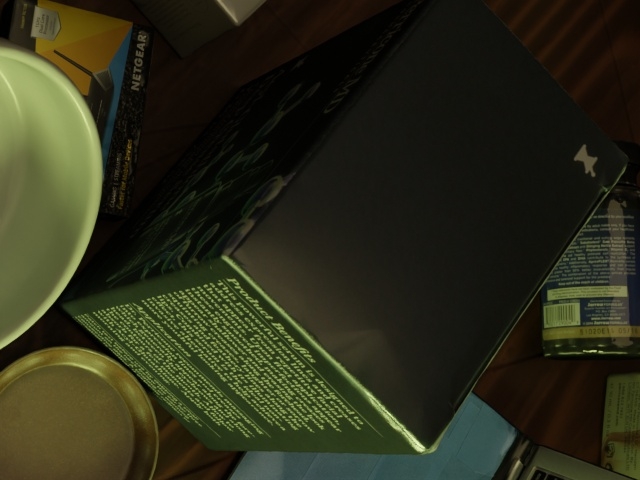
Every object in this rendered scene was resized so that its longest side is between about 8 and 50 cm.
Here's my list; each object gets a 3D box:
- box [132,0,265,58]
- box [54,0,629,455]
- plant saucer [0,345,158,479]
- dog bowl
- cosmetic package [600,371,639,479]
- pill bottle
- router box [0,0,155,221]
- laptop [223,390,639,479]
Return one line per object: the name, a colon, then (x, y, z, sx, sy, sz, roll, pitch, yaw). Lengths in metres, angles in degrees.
box: (-0.127, -0.269, 1.336, 0.170, 0.130, 0.091, 49, 64, -14)
box: (0.000, 0.000, 1.215, 0.212, 0.395, 0.293, 45, 66, -15)
plant saucer: (-0.224, 0.176, 1.278, 0.168, 0.029, 0.168, 3, 84, -25)
dog bowl: (-0.302, -0.038, 1.129, 0.265, 0.104, 0.264, -26, 129, -38)
cosmetic package: (0.430, 0.196, 1.463, 0.153, 0.296, 0.129, 12, 77, -25)
pill bottle: (0.284, 0.012, 1.513, 0.123, 0.123, 0.219, 3, 82, -27)
router box: (-0.226, -0.115, 1.311, 0.133, 0.046, 0.178, 11, 79, -26)
laptop: (0.129, 0.309, 1.337, 0.382, 0.408, 0.236, -57, 142, -21)
